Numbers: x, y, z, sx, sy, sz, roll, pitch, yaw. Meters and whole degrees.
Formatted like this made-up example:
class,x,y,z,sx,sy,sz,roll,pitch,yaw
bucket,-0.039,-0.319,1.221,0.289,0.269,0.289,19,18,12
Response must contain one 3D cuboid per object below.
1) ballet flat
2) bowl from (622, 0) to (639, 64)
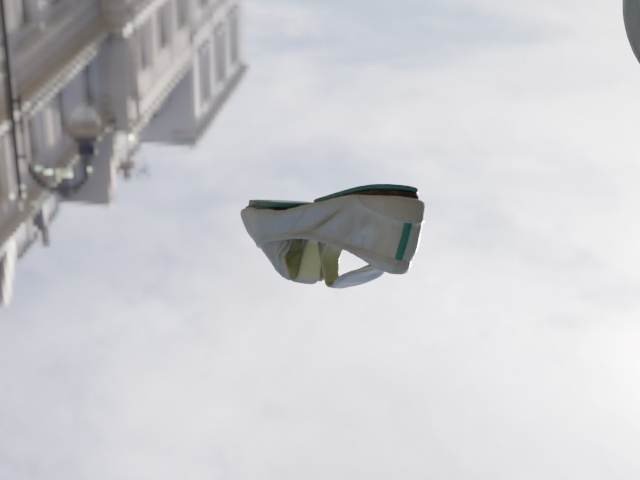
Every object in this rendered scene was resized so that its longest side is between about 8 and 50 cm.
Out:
class,x,y,z,sx,sy,sz,roll,pitch,yaw
ballet flat,0.000,0.000,1.843,0.139,0.139,0.400,-16,-173,-30
bowl,0.564,-0.321,1.816,0.297,0.298,0.134,14,-151,25
